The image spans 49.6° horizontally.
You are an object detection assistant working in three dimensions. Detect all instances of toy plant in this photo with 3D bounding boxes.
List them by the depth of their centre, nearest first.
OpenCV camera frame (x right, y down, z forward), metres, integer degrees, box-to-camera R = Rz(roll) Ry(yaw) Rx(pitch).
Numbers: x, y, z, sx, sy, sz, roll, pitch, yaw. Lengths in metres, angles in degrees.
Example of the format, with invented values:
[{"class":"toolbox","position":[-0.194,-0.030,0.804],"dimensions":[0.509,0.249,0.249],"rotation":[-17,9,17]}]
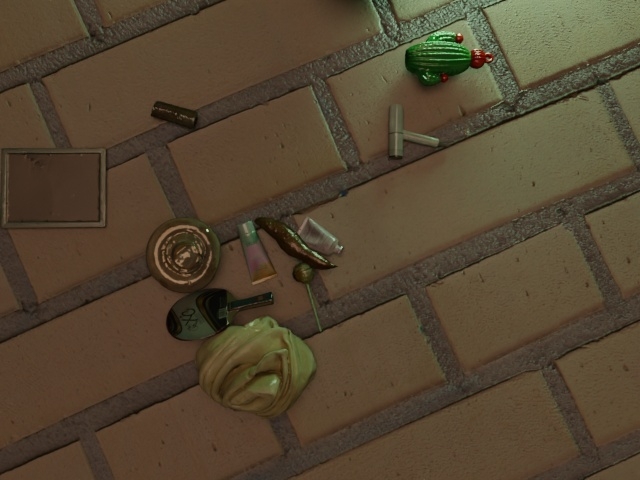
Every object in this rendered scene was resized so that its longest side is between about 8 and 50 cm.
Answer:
[{"class":"toy plant","position":[0.357,-0.528,1.975],"dimensions":[0.241,0.088,0.154],"rotation":[-25,71,-10]}]

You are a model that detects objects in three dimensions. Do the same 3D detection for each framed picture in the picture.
[{"class":"framed picture","position":[-0.752,-0.148,1.957],"dimensions":[0.297,0.019,0.232],"rotation":[0,86,-2]}]

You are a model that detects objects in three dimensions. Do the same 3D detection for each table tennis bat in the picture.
[{"class":"table tennis bat","position":[-0.274,0.191,1.880],"dimensions":[0.302,0.022,0.173],"rotation":[-13,44,5]}]

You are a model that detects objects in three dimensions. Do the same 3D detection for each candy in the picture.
[{"class":"candy","position":[-0.028,0.159,1.935],"dimensions":[0.061,0.061,0.202],"rotation":[-16,94,-2]}]

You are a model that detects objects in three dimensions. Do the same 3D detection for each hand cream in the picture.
[{"class":"hand cream","position":[-0.184,0.032,1.943],"dimensions":[0.076,0.047,0.174],"rotation":[-20,95,-4]},{"class":"hand cream","position":[0.000,0.000,1.949],"dimensions":[0.142,0.053,0.084],"rotation":[28,84,17]}]

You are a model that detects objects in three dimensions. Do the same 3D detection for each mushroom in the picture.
[{"class":"mushroom","position":[-0.376,0.047,1.866],"dimensions":[0.207,0.209,0.206],"rotation":[4,109,11]}]

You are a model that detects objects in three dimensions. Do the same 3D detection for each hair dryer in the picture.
[{"class":"hair dryer","position":[0.286,-0.308,1.982],"dimensions":[0.183,0.044,0.154],"rotation":[1,86,-6]}]

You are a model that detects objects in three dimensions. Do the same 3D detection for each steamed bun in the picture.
[{"class":"steamed bun","position":[-0.178,0.337,1.834],"dimensions":[0.289,0.203,0.276],"rotation":[41,84,4]}]

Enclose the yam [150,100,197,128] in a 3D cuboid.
[{"class":"yam","position":[-0.412,-0.357,1.964],"dimensions":[0.133,0.054,0.054],"rotation":[16,85,1]}]

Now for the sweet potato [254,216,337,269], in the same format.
[{"class":"sweet potato","position":[-0.072,0.011,1.925],"dimensions":[0.274,0.067,0.067],"rotation":[35,85,13]}]
